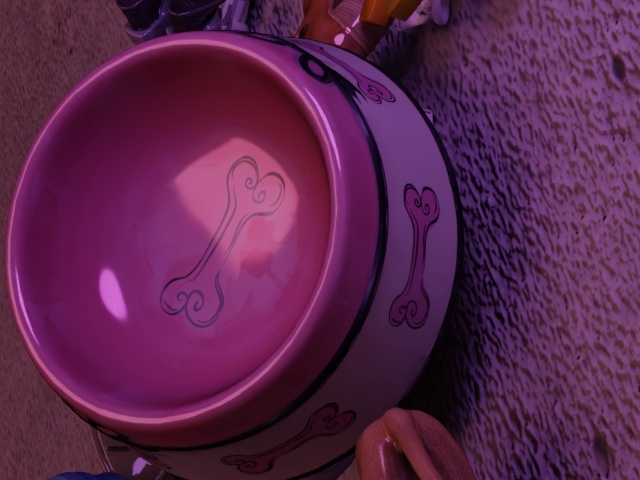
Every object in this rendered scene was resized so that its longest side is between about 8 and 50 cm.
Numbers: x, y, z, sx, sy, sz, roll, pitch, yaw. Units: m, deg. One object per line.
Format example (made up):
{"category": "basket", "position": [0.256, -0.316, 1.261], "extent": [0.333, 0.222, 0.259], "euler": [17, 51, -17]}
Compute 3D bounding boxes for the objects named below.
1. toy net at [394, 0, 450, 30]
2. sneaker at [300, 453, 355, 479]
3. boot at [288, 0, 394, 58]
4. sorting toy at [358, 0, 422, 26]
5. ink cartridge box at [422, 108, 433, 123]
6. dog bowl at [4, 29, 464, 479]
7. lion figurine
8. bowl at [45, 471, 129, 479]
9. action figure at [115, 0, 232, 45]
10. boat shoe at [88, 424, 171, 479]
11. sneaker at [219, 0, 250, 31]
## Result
{"category": "toy net", "position": [0.132, -0.246, 1.552], "extent": [0.232, 0.045, 0.122], "euler": [125, 139, -50]}
{"category": "sneaker", "position": [-0.087, 0.125, 1.634], "extent": [0.118, 0.292, 0.110], "euler": [-50, -17, -26]}
{"category": "boot", "position": [-0.016, -0.182, 1.718], "extent": [0.152, 0.073, 0.197], "euler": [-48, 15, -6]}
{"category": "sorting toy", "position": [0.099, -0.338, 1.548], "extent": [0.229, 0.041, 0.307], "euler": [-157, 83, -72]}
{"category": "ink cartridge box", "position": [0.000, 0.000, 1.700], "extent": [0.273, 0.115, 0.198], "euler": [-27, 62, 60]}
{"category": "dog bowl", "position": [-0.093, 0.003, 1.519], "extent": [0.408, 0.150, 0.408], "euler": [-7, 75, 28]}
{"category": "lion figurine", "position": [0.071, 0.233, 1.428], "extent": [0.392, 0.142, 0.240], "euler": [106, 151, -49]}
{"category": "bowl", "position": [-0.232, 0.454, 2.063], "extent": [0.391, 0.077, 0.391], "euler": [36, 132, 53]}
{"category": "action figure", "position": [-0.141, -0.164, 2.010], "extent": [0.185, 0.099, 0.285], "euler": [32, 146, 34]}
{"category": "boat shoe", "position": [-0.242, 0.193, 2.215], "extent": [0.103, 0.113, 0.302], "euler": [95, 163, -57]}
{"category": "sneaker", "position": [-0.129, -0.331, 2.091], "extent": [0.229, 0.086, 0.132], "euler": [45, 122, 46]}
